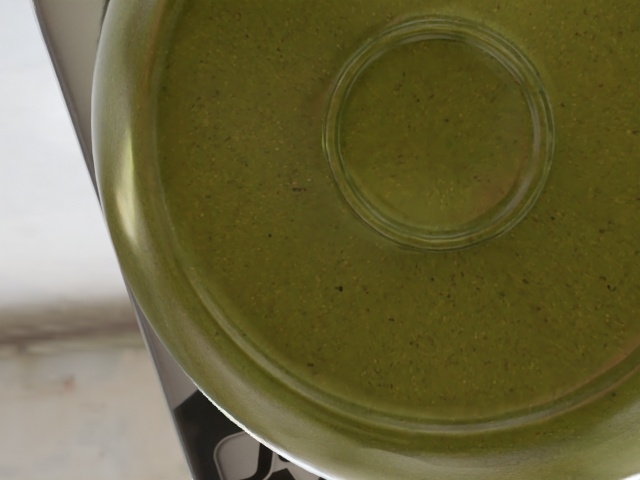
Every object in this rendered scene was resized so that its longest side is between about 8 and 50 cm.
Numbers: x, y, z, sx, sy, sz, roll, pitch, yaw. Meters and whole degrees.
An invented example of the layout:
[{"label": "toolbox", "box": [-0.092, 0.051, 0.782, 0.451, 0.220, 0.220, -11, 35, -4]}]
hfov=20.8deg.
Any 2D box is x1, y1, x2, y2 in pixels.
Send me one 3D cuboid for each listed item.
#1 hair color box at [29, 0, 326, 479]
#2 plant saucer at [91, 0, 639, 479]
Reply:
[{"label": "hair color box", "box": [0.000, 0.000, 0.810, 0.185, 0.113, 0.374, -18, 124, -6]}, {"label": "plant saucer", "box": [0.038, -0.032, 0.517, 0.241, 0.240, 0.037, -4, -173, 16]}]
